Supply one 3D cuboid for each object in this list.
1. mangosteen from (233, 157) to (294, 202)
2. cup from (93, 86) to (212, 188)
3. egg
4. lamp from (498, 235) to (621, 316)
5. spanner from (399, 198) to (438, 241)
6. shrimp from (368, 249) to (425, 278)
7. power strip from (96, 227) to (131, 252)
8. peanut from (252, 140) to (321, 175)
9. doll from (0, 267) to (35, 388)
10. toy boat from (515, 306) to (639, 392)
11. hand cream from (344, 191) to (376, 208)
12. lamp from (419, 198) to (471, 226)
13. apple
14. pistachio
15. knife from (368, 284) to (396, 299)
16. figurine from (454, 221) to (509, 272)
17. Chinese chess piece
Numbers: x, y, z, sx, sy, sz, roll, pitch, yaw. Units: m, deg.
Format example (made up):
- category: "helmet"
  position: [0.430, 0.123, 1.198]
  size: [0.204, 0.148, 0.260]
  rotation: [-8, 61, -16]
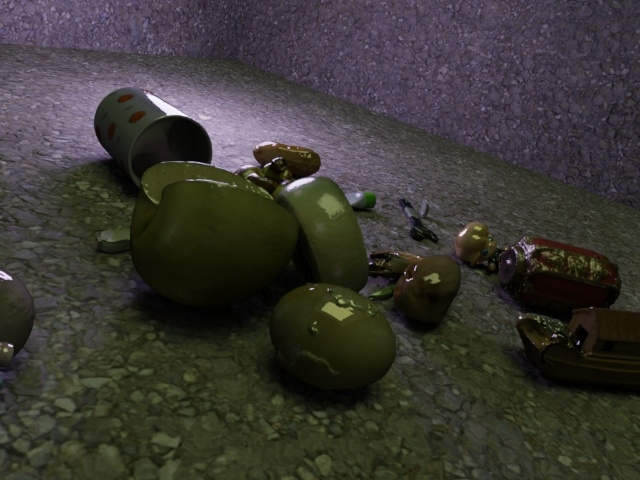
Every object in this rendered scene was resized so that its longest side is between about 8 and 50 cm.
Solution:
- category: "mangosteen"
  position: [-0.115, -0.096, 1.212]
  size: [0.193, 0.217, 0.192]
  rotation: [11, 32, -7]
- category: "cup"
  position: [-0.445, -0.269, 1.388]
  size: [0.213, 0.212, 0.317]
  rotation: [-5, 30, -39]
- category: "egg"
  position: [0.018, 0.151, 0.833]
  size: [0.202, 0.164, 0.164]
  rotation: [21, 24, 0]
- category: "lamp"
  position: [0.581, 0.089, 1.309]
  size: [0.274, 0.176, 0.177]
  rotation: [14, 24, -3]
- category: "spanner"
  position: [0.292, -0.067, 1.650]
  size: [0.087, 0.024, 0.315]
  rotation: [14, 22, -9]
- category: "shrimp"
  position: [0.169, 0.055, 1.278]
  size: [0.251, 0.052, 0.144]
  rotation: [4, 15, -43]
- category: "power strip"
  position: [-0.366, -0.009, 1.091]
  size: [0.048, 0.030, 0.191]
  rotation: [30, 27, 31]
- category: "peanut"
  position: [-0.110, -0.266, 1.745]
  size: [0.226, 0.095, 0.108]
  rotation: [11, 8, -3]
- category: "doll"
  position: [-0.424, 0.139, 0.600]
  size: [0.151, 0.150, 0.287]
  rotation: [9, 28, -16]
- category: "toy boat"
  position: [0.601, 0.207, 1.070]
  size: [0.446, 0.162, 0.136]
  rotation: [10, 22, -14]
- category: "hand cream"
  position: [0.032, -0.119, 1.583]
  size: [0.276, 0.050, 0.079]
  rotation: [-1, 1, -25]
- category: "lamp"
  position: [0.413, -0.081, 1.723]
  size: [0.199, 0.056, 0.050]
  rotation: [14, 21, -14]
- category: "apple"
  position: [-0.192, -0.002, 0.941]
  size: [0.258, 0.233, 0.295]
  rotation: [19, 8, -36]
- category: "pistachio"
  position: [0.232, 0.100, 1.126]
  size: [0.130, 0.131, 0.206]
  rotation: [-19, -1, 32]
- category: "knife"
  position: [0.170, 0.107, 1.188]
  size: [0.026, 0.022, 0.184]
  rotation: [-3, 6, 44]
- category: "figurine"
  position: [0.454, 0.034, 1.445]
  size: [0.196, 0.114, 0.108]
  rotation: [34, 4, 13]
- category: "Chinese chess piece"
  position: [0.000, 0.000, 1.040]
  size: [0.101, 0.250, 0.250]
  rotation: [-21, 35, -14]
